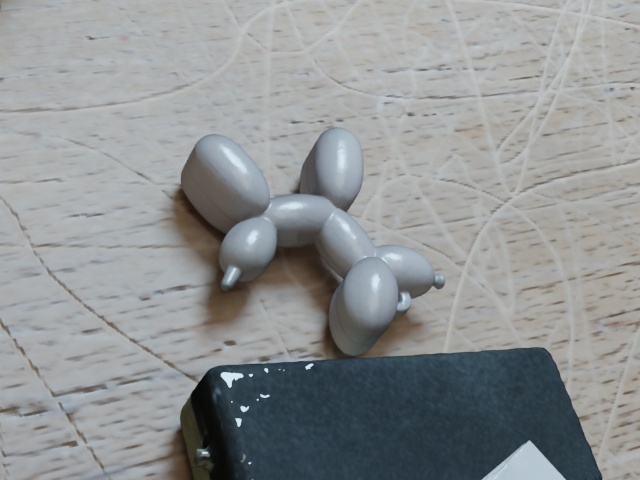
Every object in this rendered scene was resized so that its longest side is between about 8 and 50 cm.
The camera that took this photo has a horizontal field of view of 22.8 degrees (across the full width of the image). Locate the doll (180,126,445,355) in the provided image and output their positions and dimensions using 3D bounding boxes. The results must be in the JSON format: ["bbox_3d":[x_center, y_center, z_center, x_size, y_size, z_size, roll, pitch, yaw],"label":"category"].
[{"bbox_3d":[0.000,0.000,1.033,0.161,0.059,0.160,-4,58,-29],"label":"doll"}]

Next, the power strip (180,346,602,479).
[{"bbox_3d":[0.038,0.126,0.955,0.257,0.070,0.105,0,54,-28],"label":"power strip"}]

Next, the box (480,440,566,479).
[{"bbox_3d":[0.087,0.215,0.824,0.135,0.199,0.081,48,48,12],"label":"box"}]
